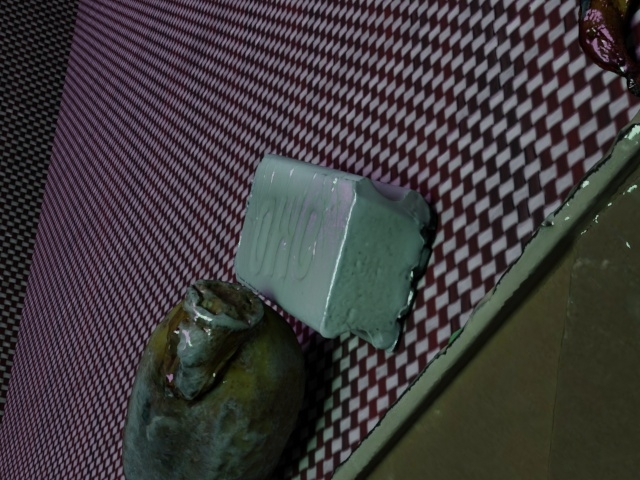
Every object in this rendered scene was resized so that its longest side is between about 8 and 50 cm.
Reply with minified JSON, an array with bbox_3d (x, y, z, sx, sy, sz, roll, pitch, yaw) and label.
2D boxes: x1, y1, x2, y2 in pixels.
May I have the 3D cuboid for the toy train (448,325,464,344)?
[{"bbox_3d":[0.204,0.051,0.419,0.301,0.202,0.120,-42,43,45],"label":"toy train"}]

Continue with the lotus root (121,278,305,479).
[{"bbox_3d":[-0.116,0.188,1.004,0.175,0.175,0.350,-107,32,-50],"label":"lotus root"}]

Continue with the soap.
[{"bbox_3d":[0.000,0.000,0.969,0.261,0.094,0.150,23,94,64],"label":"soap"}]

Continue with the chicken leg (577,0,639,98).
[{"bbox_3d":[0.217,-0.163,0.721,0.062,0.037,0.145,-17,57,44],"label":"chicken leg"}]

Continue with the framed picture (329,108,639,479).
[{"bbox_3d":[0.109,0.133,0.377,0.232,0.024,0.315,55,135,25],"label":"framed picture"}]
